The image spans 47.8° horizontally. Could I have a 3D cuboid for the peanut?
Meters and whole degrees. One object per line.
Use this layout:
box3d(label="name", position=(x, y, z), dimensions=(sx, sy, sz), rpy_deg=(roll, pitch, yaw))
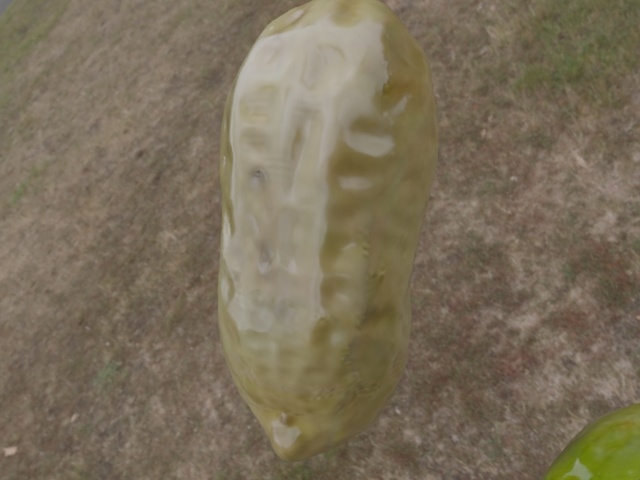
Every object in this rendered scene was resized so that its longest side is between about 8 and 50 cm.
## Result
box3d(label="peanut", position=(0.000, 0.000, 0.595), dimensions=(0.169, 0.387, 0.192), rpy_deg=(7, 15, 5))

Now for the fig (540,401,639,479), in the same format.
box3d(label="fig", position=(0.258, 0.251, 0.522), dimensions=(0.233, 0.233, 0.314), rpy_deg=(-13, 7, 36))
